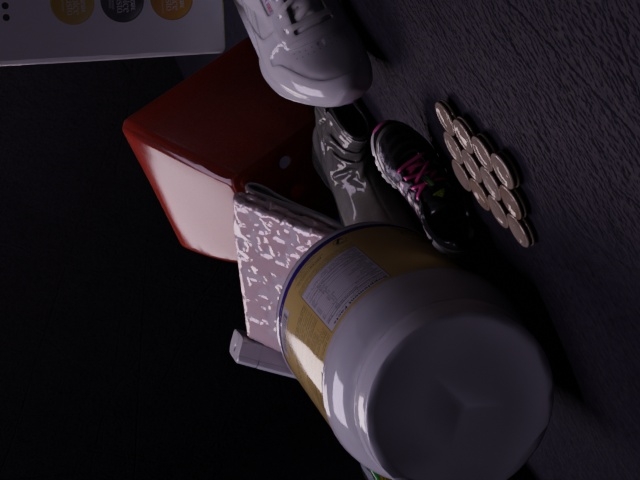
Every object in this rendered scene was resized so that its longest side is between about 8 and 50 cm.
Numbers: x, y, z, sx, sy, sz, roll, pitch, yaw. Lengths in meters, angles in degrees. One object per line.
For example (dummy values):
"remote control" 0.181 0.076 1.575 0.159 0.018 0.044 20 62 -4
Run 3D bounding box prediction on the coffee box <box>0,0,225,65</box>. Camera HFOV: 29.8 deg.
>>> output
"coffee box" -0.314 -0.400 1.539 0.338 0.334 0.338 -145 52 -74

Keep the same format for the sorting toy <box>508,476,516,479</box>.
"sorting toy" 0.272 0.385 1.755 0.196 0.047 0.348 64 -170 -47

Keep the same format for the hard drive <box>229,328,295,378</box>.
"hard drive" 0.028 0.219 2.013 0.233 0.353 0.047 174 110 -83

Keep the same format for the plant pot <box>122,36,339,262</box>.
"plant pot" -0.098 -0.115 1.873 0.235 0.267 0.267 32 153 47

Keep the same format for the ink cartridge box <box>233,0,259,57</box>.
"ink cartridge box" -0.045 -0.293 1.666 0.179 0.045 0.145 12 132 57

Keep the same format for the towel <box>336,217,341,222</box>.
"towel" 0.103 0.097 1.869 0.228 0.076 0.308 65 172 -22

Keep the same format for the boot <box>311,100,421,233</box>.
"boot" 0.050 -0.091 1.548 0.246 0.083 0.161 56 165 28

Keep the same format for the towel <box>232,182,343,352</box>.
"towel" 0.024 0.092 1.725 0.331 0.053 0.317 24 140 26

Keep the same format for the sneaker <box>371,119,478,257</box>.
"sneaker" 0.116 -0.055 1.267 0.170 0.063 0.075 58 174 -7

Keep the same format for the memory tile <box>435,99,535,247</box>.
"memory tile" 0.156 -0.064 1.140 0.148 0.012 0.113 52 168 50

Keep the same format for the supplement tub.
"supplement tub" 0.098 0.126 1.352 0.241 0.241 0.331 64 172 -20

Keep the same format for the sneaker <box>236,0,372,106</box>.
"sneaker" -0.044 -0.274 1.347 0.305 0.114 0.152 58 173 30

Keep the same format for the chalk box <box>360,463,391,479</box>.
"chalk box" 0.215 0.462 2.074 0.289 0.179 0.180 58 171 23
